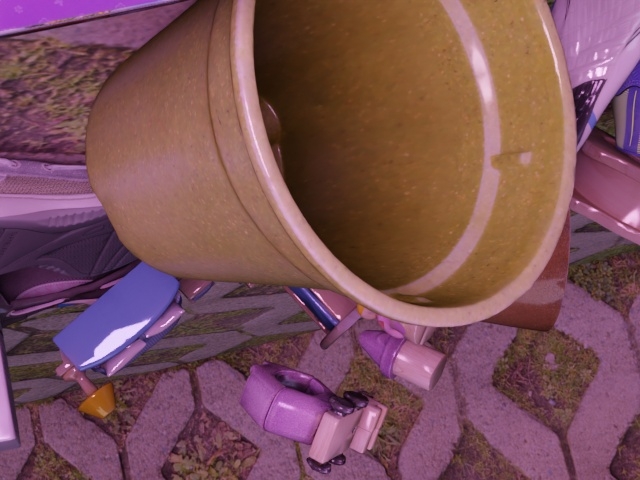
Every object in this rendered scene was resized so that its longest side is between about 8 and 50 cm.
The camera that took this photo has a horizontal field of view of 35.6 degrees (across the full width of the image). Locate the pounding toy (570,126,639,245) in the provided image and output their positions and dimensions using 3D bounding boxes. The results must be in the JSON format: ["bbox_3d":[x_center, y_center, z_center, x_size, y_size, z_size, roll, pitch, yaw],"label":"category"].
[{"bbox_3d":[0.407,-0.071,1.120,0.154,0.269,0.154,-32,149,-61],"label":"pounding toy"}]

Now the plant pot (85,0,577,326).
[{"bbox_3d":[-0.018,-0.072,0.660,0.276,0.276,0.254,-2,174,-42],"label":"plant pot"}]

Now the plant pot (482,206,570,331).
[{"bbox_3d":[0.137,-0.014,1.161,0.254,0.237,0.237,1,168,1],"label":"plant pot"}]

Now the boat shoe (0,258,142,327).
[{"bbox_3d":[-0.328,0.032,1.112,0.335,0.112,0.095,-11,151,-37],"label":"boat shoe"}]

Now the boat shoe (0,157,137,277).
[{"bbox_3d":[-0.255,-0.033,0.929,0.320,0.103,0.118,-7,148,-50],"label":"boat shoe"}]

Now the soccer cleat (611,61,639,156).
[{"bbox_3d":[0.337,-0.113,0.850,0.289,0.121,0.093,-1,-163,-43],"label":"soccer cleat"}]

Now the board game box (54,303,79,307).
[{"bbox_3d":[-0.376,0.061,1.309,0.212,0.039,0.160,-9,167,-23],"label":"board game box"}]

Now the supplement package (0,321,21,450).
[{"bbox_3d":[-0.377,0.089,0.953,0.139,0.244,0.134,-10,168,-17],"label":"supplement package"}]

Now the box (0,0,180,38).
[{"bbox_3d":[-0.183,-0.111,0.440,0.293,0.057,0.201,-17,-165,-22],"label":"box"}]

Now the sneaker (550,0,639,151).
[{"bbox_3d":[0.196,-0.135,0.749,0.086,0.085,0.237,-21,147,-50],"label":"sneaker"}]

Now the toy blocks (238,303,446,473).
[{"bbox_3d":[0.000,0.000,0.947,0.260,0.309,0.288,24,-170,22],"label":"toy blocks"}]

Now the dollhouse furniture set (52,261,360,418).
[{"bbox_3d":[-0.134,0.122,1.169,0.303,0.198,0.286,-41,174,-13],"label":"dollhouse furniture set"}]
